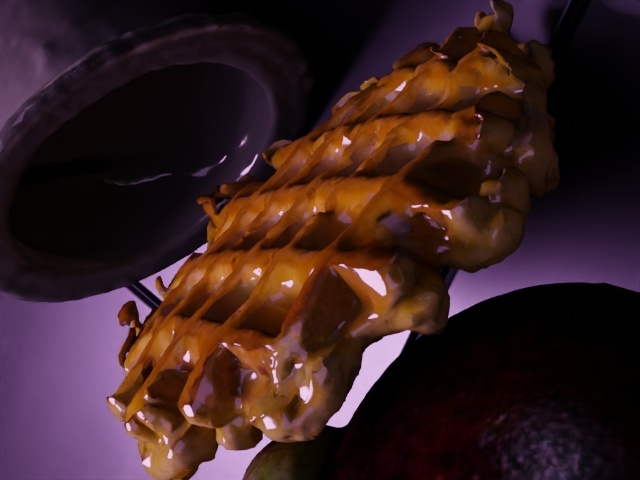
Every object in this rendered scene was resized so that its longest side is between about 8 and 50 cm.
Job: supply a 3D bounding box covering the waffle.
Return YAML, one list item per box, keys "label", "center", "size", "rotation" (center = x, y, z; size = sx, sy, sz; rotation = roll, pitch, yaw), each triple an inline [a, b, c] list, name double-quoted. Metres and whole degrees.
- label: "waffle"
  center: [0.000, 0.000, 0.866]
  size: [0.302, 0.325, 0.068]
  rotation: [-34, 108, 27]

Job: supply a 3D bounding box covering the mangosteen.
- label: "mangosteen"
  center: [0.111, 0.168, 0.767]
  size: [0.330, 0.330, 0.330]
  rotation: [6, 99, 37]

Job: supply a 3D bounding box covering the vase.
- label: "vase"
  center: [-0.176, -0.146, 1.029]
  size: [0.245, 0.245, 0.291]
  rotation: [-51, 60, 31]
